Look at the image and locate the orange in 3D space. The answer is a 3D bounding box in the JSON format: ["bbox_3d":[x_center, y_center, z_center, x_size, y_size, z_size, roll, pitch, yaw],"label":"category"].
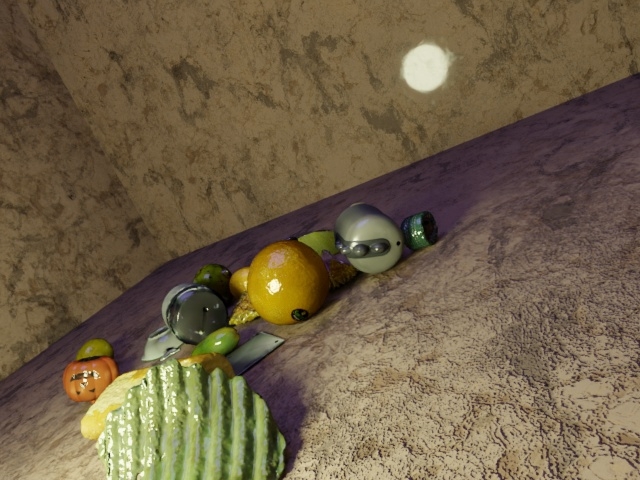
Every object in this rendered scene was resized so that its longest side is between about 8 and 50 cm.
[{"bbox_3d":[-0.106,0.135,1.613,0.274,0.274,0.274,-25,13,6],"label":"orange"}]

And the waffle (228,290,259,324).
[{"bbox_3d":[-0.233,0.228,1.899,0.254,0.052,0.245,-24,19,15],"label":"waffle"}]

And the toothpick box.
[{"bbox_3d":[0.157,-0.003,1.730,0.228,0.229,0.316,-26,14,0],"label":"toothpick box"}]

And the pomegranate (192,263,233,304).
[{"bbox_3d":[-0.472,0.225,2.194,0.246,0.198,0.198,-65,21,-6],"label":"pomegranate"}]

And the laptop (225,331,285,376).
[{"bbox_3d":[-0.250,0.367,1.536,0.269,0.015,0.187,-33,15,-27],"label":"laptop"}]

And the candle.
[{"bbox_3d":[-0.488,0.270,1.916,0.221,0.222,0.342,-32,13,-23],"label":"candle"}]

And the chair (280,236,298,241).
[{"bbox_3d":[-0.090,0.097,1.782,0.106,0.113,0.229,-28,-29,-6],"label":"chair"}]

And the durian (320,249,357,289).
[{"bbox_3d":[0.051,0.095,1.759,0.165,0.132,0.182,-26,9,-36],"label":"durian"}]

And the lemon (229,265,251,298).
[{"bbox_3d":[-0.304,0.180,2.086,0.187,0.142,0.142,-24,12,32],"label":"lemon"}]

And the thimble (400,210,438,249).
[{"bbox_3d":[0.338,-0.035,1.727,0.090,0.119,0.135,-14,20,37],"label":"thimble"}]

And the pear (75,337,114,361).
[{"bbox_3d":[-0.942,0.493,2.103,0.148,0.149,0.162,-20,33,27],"label":"pear"}]

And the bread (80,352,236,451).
[{"bbox_3d":[-0.421,0.421,1.323,0.375,0.165,0.236,-21,16,27],"label":"bread"}]

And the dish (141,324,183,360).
[{"bbox_3d":[-0.622,0.394,2.005,0.224,0.078,0.246,-29,14,-17],"label":"dish"}]

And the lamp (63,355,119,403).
[{"bbox_3d":[-0.818,0.501,1.804,0.187,0.164,0.187,-5,0,0],"label":"lamp"}]

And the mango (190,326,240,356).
[{"bbox_3d":[-0.341,0.338,1.648,0.191,0.086,0.122,-26,9,36],"label":"mango"}]

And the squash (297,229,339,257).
[{"bbox_3d":[0.000,0.000,2.181,0.236,0.155,0.204,-24,15,13],"label":"squash"}]

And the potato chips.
[{"bbox_3d":[-0.280,0.415,1.016,0.373,0.097,0.389,-32,44,-15],"label":"potato chips"}]
